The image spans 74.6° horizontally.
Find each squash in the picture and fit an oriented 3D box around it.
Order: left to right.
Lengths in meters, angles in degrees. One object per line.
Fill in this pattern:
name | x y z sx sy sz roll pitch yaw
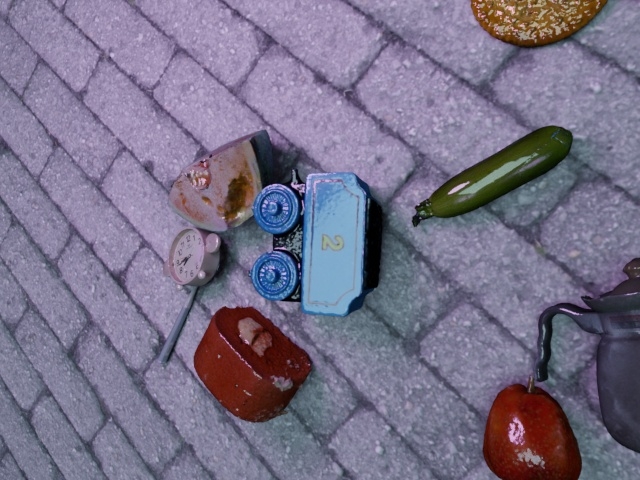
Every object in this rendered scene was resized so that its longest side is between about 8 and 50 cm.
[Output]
squash | 0.319 -0.115 0.813 0.332 0.087 0.087 -29 80 23

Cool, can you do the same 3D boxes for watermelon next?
watermelon | -0.201 -0.141 1.009 0.322 0.188 0.175 -11 115 37

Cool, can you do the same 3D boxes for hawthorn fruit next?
hawthorn fruit | 0.380 0.359 0.756 0.174 0.173 0.179 19 54 22

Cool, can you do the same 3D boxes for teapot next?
teapot | 0.532 0.174 0.695 0.224 0.305 0.284 -7 79 -13

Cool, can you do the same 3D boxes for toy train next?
toy train | 0.000 0.000 0.905 0.265 0.188 0.300 2 89 19

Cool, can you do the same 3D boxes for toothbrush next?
toothbrush | -0.371 0.200 1.150 0.030 0.025 0.342 42 108 43

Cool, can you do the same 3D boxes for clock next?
clock | -0.326 0.044 1.089 0.229 0.063 0.155 -28 66 31

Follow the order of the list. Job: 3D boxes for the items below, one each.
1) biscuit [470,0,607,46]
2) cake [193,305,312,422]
biscuit | 0.415 -0.491 0.789 0.254 0.035 0.253 0 91 23
cake | -0.166 0.281 0.980 0.283 0.177 0.150 39 105 20
